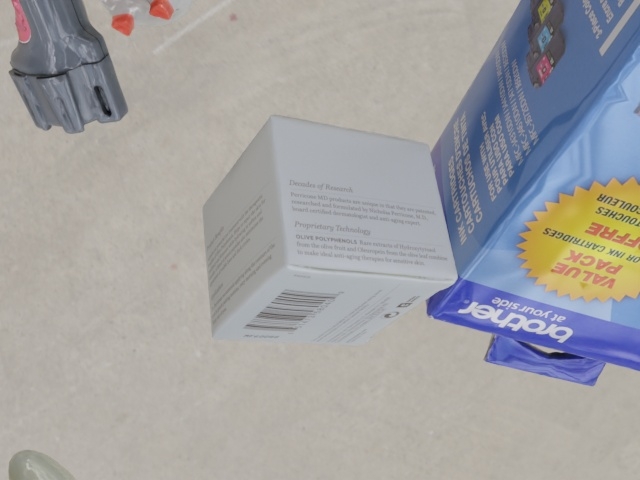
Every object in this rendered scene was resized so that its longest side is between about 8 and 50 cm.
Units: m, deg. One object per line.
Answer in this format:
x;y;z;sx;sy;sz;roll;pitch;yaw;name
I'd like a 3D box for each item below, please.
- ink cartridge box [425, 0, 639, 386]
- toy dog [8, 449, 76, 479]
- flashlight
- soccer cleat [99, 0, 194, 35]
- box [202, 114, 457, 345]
0.236;-0.048;0.520;0.270;0.151;0.395;15;139;-12;ink cartridge box
-0.215;0.176;0.187;0.395;0.284;0.408;-57;132;-32;toy dog
-0.252;-0.233;0.647;0.103;0.103;0.304;-20;129;-11;flashlight
-0.123;-0.180;0.373;0.068;0.076;0.196;-7;147;28;soccer cleat
0.000;0.000;0.444;0.102;0.087;0.101;5;151;-28;box
